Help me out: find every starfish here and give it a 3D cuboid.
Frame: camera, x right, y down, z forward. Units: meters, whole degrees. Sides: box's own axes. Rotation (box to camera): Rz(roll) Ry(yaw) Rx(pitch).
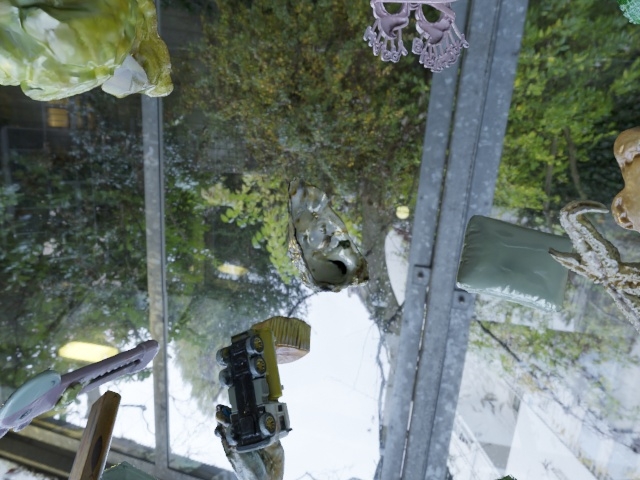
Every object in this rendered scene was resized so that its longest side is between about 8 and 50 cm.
[{"bbox_3d":[0.721,0.096,0.932,0.082,0.324,0.432,-35,-120,-5],"label":"starfish"}]

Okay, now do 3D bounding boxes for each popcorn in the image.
[{"bbox_3d":[-0.296,-0.236,0.396,0.212,0.198,0.198,-13,-166,7],"label":"popcorn"}]

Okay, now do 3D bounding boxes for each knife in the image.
[{"bbox_3d":[-0.422,0.258,0.780,0.038,0.132,0.398,39,-175,8],"label":"knife"}]

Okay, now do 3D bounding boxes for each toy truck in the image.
[{"bbox_3d":[-0.124,0.282,0.806,0.097,0.227,0.114,-24,154,21],"label":"toy truck"}]

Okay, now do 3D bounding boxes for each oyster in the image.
[{"bbox_3d":[0.001,-0.003,0.828,0.166,0.295,0.093,-36,-151,-29],"label":"oyster"}]

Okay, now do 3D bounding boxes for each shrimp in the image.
[{"bbox_3d":[-0.239,0.741,1.457,0.109,0.446,0.221,-9,-149,30],"label":"shrimp"}]

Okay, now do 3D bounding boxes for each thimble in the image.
[{"bbox_3d":[0.734,-0.569,0.928,0.118,0.130,0.090,10,160,-27],"label":"thimble"}]

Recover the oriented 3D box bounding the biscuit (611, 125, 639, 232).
[{"bbox_3d":[0.595,-0.030,0.649,0.052,0.356,0.275,-18,-178,-11],"label":"biscuit"}]

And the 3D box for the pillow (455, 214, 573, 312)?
[{"bbox_3d":[0.601,0.071,1.276,0.321,0.256,0.120,14,167,9],"label":"pillow"}]

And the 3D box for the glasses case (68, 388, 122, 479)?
[{"bbox_3d":[-0.393,0.357,0.719,0.041,0.064,0.170,33,-153,-32],"label":"glasses case"}]

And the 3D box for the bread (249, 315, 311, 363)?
[{"bbox_3d":[-0.146,0.351,1.420,0.249,0.133,0.179,-19,144,35],"label":"bread"}]

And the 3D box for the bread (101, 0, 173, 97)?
[{"bbox_3d":[-0.387,-0.373,0.805,0.160,0.088,0.233,10,151,4],"label":"bread"}]

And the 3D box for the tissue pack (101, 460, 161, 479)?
[{"bbox_3d":[-0.357,0.681,0.739,0.331,0.406,0.205,3,177,33],"label":"tissue pack"}]

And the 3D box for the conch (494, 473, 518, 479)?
[{"bbox_3d":[0.368,0.504,0.795,0.074,0.089,0.121,15,145,-37],"label":"conch"}]

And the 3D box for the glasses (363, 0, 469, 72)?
[{"bbox_3d":[0.198,-0.409,0.769,0.255,0.162,0.095,-4,-162,-25],"label":"glasses"}]
